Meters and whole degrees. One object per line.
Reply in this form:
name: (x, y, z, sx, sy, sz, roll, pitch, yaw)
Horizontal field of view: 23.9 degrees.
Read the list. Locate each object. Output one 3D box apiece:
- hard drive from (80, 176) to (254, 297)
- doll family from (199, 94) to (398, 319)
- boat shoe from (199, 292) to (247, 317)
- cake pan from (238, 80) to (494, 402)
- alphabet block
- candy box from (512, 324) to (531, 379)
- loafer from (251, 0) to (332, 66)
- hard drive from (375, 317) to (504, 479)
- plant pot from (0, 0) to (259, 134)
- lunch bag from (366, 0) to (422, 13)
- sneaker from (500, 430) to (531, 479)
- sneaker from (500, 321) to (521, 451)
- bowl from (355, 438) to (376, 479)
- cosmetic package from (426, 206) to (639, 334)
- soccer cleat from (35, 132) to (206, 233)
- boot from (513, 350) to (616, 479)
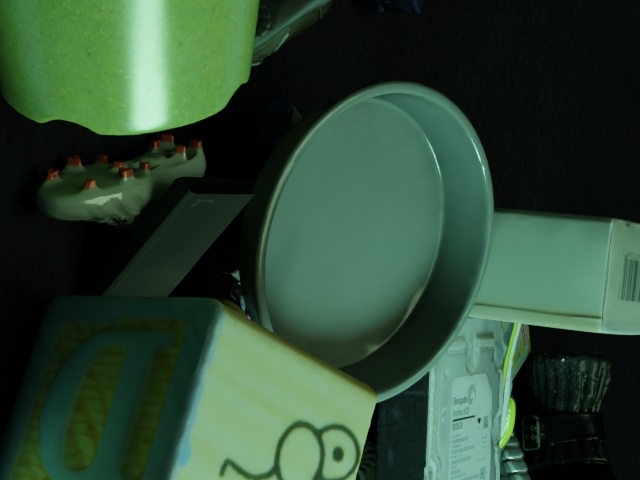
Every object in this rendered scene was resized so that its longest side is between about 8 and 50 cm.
hard drive: (-0.122, 0.003, 1.210, 0.135, 0.022, 0.094, -49, 159, 21)
doll family: (0.000, 0.000, 1.413, 0.163, 0.118, 0.263, 46, 56, -52)
boat shoe: (-0.090, 0.139, 1.339, 0.073, 0.073, 0.207, -115, -157, -70)
cake pan: (0.039, 0.001, 1.349, 0.293, 0.054, 0.293, -14, 111, -41)
alphabet block: (-0.104, 0.162, 1.143, 0.197, 0.193, 0.192, 34, 66, -43)
candy box: (0.234, 0.083, 1.948, 0.105, 0.027, 0.206, -50, 136, -51)
loafer: (-0.074, -0.174, 1.271, 0.251, 0.094, 0.087, -29, 155, -42)
hard drive: (0.127, 0.246, 1.588, 0.237, 0.064, 0.339, 5, 86, -65)
plant pot: (-0.139, -0.220, 1.017, 0.276, 0.276, 0.254, -45, 145, -49)
lunch bag: (0.075, -0.280, 1.559, 0.067, 0.065, 0.098, 63, 39, -68)
sneaker: (0.191, 0.307, 1.857, 0.229, 0.132, 0.086, -107, -177, -52)
sneaker: (0.166, 0.124, 1.757, 0.121, 0.111, 0.300, -21, 111, -54)
bowl: (0.043, 0.280, 1.583, 0.170, 0.080, 0.170, -20, 112, -60)
cosmetic package: (0.165, 0.023, 1.522, 0.160, 0.309, 0.113, 8, 87, -60)
soccer cleat: (-0.151, -0.032, 1.195, 0.196, 0.068, 0.076, -24, 124, -59)
boot: (0.339, 0.270, 1.916, 0.131, 0.348, 0.260, 19, 82, -23)
